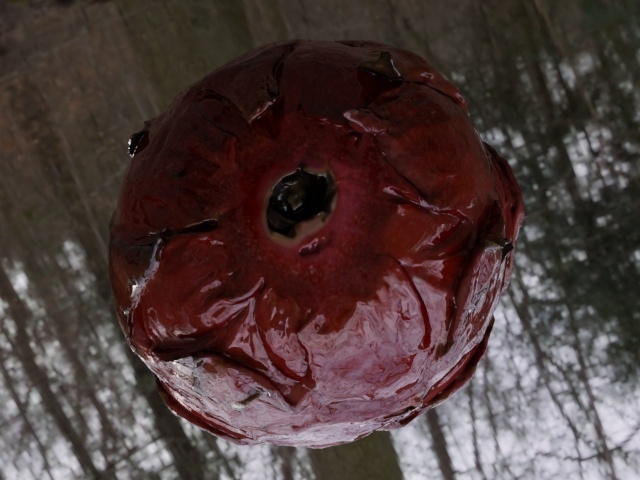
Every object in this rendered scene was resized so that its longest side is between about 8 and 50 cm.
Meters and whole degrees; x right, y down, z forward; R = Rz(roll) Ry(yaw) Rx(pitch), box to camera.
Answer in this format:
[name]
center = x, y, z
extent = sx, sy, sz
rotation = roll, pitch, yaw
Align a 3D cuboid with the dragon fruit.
[dragon fruit]
center = -0.005, 0.004, 0.636
extent = 0.241, 0.241, 0.252
rotation = -17, 168, 24
